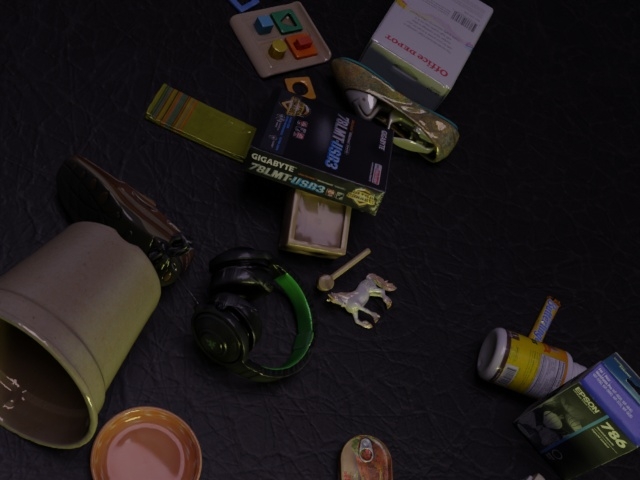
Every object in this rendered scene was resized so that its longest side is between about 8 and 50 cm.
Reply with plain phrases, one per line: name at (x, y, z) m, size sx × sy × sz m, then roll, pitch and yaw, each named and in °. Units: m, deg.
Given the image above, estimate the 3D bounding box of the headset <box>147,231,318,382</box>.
headset at (-0.151, 0.108, 1.834) m, size 0.394 × 0.185 × 0.243 m, roll 32°, pitch 54°, yaw -26°

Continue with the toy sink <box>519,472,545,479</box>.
toy sink at (0.390, 0.541, 1.849) m, size 0.234 × 0.153 × 0.131 m, roll 44°, pitch 59°, yaw 8°

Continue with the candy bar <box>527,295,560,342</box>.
candy bar at (0.491, 0.189, 2.144) m, size 0.040 × 0.018 × 0.161 m, roll 35°, pitch 59°, yaw 1°

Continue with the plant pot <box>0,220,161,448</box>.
plant pot at (-0.453, 0.138, 1.699) m, size 0.333 × 0.334 × 0.305 m, roll 34°, pitch 47°, yaw 0°

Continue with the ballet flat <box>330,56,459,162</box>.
ballet flat at (0.156, -0.295, 2.230) m, size 0.348 × 0.123 × 0.123 m, roll 32°, pitch 58°, yaw -2°

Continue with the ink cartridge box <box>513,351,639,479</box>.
ink cartridge box at (0.523, 0.351, 1.886) m, size 0.065 × 0.333 × 0.165 m, roll -35°, pitch 78°, yaw -33°

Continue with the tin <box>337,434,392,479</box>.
tin at (0.084, 0.469, 1.850) m, size 0.106 × 0.040 × 0.190 m, roll 10°, pitch 61°, yaw -18°

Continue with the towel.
towel at (-0.258, -0.259, 2.119) m, size 0.237 × 0.021 × 0.102 m, roll 25°, pitch 59°, yaw -6°

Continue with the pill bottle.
pill bottle at (0.447, 0.269, 2.028) m, size 0.215 × 0.117 × 0.117 m, roll 21°, pitch 59°, yaw -8°

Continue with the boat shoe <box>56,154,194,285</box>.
boat shoe at (-0.385, -0.042, 1.921) m, size 0.324 × 0.122 × 0.120 m, roll 45°, pitch 29°, yaw 4°

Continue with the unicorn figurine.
unicorn figurine at (0.083, 0.125, 2.021) m, size 0.111 × 0.060 × 0.162 m, roll 41°, pitch 42°, yaw 5°

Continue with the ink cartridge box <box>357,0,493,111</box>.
ink cartridge box at (0.254, -0.489, 2.348) m, size 0.226 × 0.131 × 0.306 m, roll 32°, pitch 60°, yaw -1°

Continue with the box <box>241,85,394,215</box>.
box at (0.005, -0.197, 2.073) m, size 0.293 × 0.073 × 0.295 m, roll 19°, pitch 34°, yaw -2°

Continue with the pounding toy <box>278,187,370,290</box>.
pounding toy at (0.008, 0.007, 2.036) m, size 0.181 × 0.094 × 0.206 m, roll 11°, pitch 79°, yaw -15°

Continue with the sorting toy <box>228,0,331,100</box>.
sorting toy at (-0.090, -0.481, 2.276) m, size 0.196 × 0.047 × 0.348 m, roll -22°, pitch 73°, yaw -27°

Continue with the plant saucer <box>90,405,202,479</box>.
plant saucer at (-0.316, 0.401, 1.748) m, size 0.199 × 0.037 × 0.200 m, roll 8°, pitch 61°, yaw -14°
